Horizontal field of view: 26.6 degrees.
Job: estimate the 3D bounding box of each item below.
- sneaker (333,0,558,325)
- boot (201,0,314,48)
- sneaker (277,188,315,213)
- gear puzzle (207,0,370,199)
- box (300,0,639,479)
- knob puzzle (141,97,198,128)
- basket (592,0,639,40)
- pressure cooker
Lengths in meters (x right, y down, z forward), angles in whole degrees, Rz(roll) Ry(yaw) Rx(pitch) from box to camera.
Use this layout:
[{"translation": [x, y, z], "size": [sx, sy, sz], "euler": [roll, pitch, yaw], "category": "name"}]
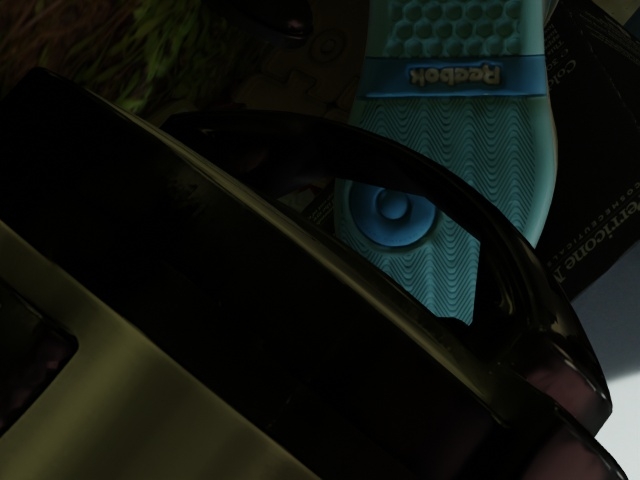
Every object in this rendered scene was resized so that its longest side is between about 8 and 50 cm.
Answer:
[{"translation": [0.093, -0.103, 0.824], "size": [0.208, 0.127, 0.319], "euler": [-32, 129, -74], "category": "sneaker"}, {"translation": [-0.034, -0.163, 0.646], "size": [0.099, 0.121, 0.045], "euler": [-54, 174, 31], "category": "boot"}, {"translation": [0.026, -0.034, 1.263], "size": [0.366, 0.137, 0.210], "euler": [-53, 168, -27], "category": "sneaker"}, {"translation": [0.061, -0.094, 1.069], "size": [0.339, 0.044, 0.175], "euler": [20, 116, -45], "category": "gear puzzle"}, {"translation": [0.128, 0.043, 0.928], "size": [0.343, 0.179, 0.312], "euler": [-45, -152, 23], "category": "box"}, {"translation": [-0.094, 0.004, 0.891], "size": [0.213, 0.030, 0.213], "euler": [-18, 111, -56], "category": "knob puzzle"}, {"translation": [0.279, -0.183, 1.148], "size": [0.255, 0.201, 0.289], "euler": [-42, 168, -37], "category": "basket"}, {"translation": [-0.083, 0.124, 0.629], "size": [0.420, 0.370, 0.375], "euler": [-50, 173, -6], "category": "pressure cooker"}]
